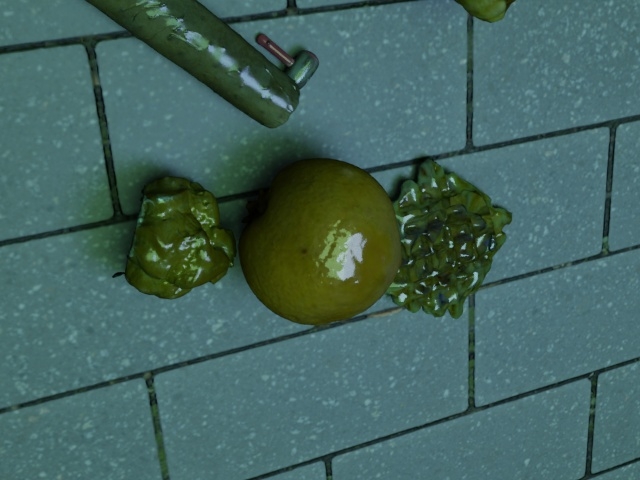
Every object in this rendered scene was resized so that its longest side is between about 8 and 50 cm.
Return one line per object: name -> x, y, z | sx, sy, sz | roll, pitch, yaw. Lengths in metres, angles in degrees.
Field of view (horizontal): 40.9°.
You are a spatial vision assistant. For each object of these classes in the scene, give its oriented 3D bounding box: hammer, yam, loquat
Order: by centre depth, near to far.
yam -> -0.177, -0.250, 0.959 | 0.371, 0.083, 0.083 | 36, 93, -31
hammer -> -0.045, -0.226, 1.059 | 0.083, 0.031, 0.053 | 37, 90, -20
loquat -> 0.000, 0.000, 1.067 | 0.208, 0.208, 0.208 | -9, 113, -21

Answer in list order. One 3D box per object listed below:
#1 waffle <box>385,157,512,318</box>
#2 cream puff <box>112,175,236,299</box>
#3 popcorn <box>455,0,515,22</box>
waffle -> 0.166, 0.009, 1.226 | 0.223, 0.054, 0.204 | 29, 97, -31
cream puff -> -0.167, 0.001, 1.038 | 0.156, 0.121, 0.156 | -8, 109, -25
popcorn -> 0.179, -0.366, 1.000 | 0.226, 0.203, 0.200 | -10, 126, -39
